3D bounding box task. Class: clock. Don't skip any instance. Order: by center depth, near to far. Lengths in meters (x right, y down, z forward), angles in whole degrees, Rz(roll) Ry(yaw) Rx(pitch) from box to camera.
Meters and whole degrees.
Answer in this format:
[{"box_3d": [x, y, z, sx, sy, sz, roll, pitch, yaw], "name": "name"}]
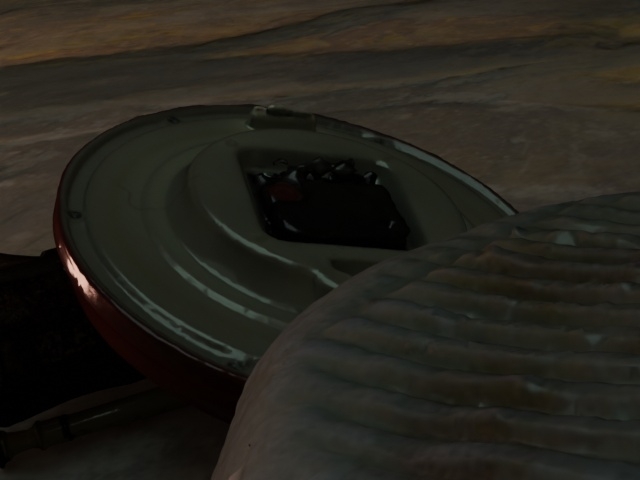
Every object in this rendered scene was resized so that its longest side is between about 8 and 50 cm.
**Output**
[{"box_3d": [0.000, 0.000, 0.731, 0.318, 0.080, 0.318, 13, 30, -8], "name": "clock"}]

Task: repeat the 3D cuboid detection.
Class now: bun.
[{"box_3d": [0.138, 0.109, 0.410, 0.361, 0.211, 0.362, -12, 21, 4], "name": "bun"}]

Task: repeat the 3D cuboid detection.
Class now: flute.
[{"box_3d": [-0.090, 0.097, 0.763, 0.233, 0.027, 0.027, -16, 25, -11], "name": "flute"}]

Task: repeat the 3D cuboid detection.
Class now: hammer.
[{"box_3d": [-0.232, 0.034, 0.898, 0.408, 0.095, 0.242, 4, 18, 46], "name": "hammer"}]
